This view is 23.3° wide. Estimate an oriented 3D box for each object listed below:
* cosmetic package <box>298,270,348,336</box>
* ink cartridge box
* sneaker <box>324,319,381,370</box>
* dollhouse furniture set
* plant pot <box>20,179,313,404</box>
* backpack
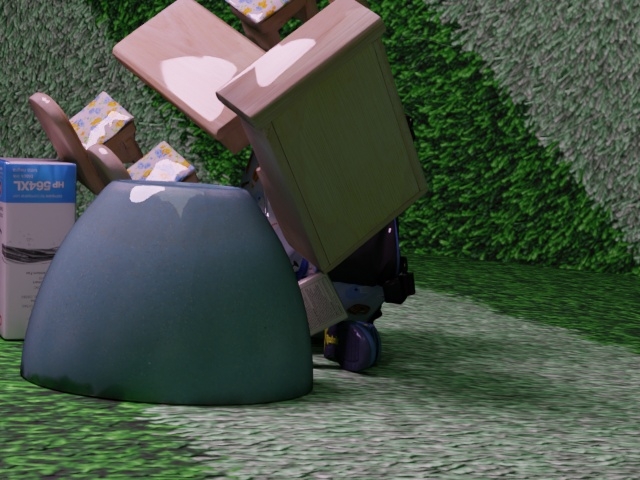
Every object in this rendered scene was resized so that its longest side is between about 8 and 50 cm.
[{"bbox_3d":[-0.033,0.082,1.692,0.115,0.060,0.041,-25,3,0],"label":"cosmetic package"},{"bbox_3d":[-0.336,0.008,1.797,0.086,0.203,0.148,1,4,-20],"label":"ink cartridge box"},{"bbox_3d":[0.044,0.113,1.721,0.059,0.053,0.144,5,4,-13],"label":"sneaker"},{"bbox_3d":[-0.091,-0.182,1.708,0.362,0.256,0.394,-39,50,-15],"label":"dollhouse furniture set"},{"bbox_3d":[-0.144,0.041,1.536,0.290,0.195,0.290,4,4,0],"label":"plant pot"},{"bbox_3d":[0.000,0.000,1.886,0.213,0.276,0.263,5,-32,-4],"label":"backpack"}]
